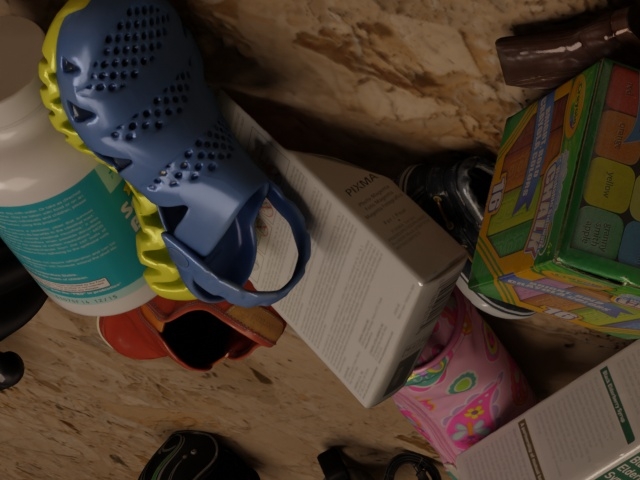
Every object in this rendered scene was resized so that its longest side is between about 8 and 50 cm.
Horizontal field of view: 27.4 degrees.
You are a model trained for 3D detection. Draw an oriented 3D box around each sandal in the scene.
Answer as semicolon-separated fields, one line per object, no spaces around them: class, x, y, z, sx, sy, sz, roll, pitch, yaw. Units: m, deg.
sandal;-0.091;-0.059;0.961;0.138;0.126;0.317;23;153;36

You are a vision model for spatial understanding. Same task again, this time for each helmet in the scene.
helmet;-0.170;0.354;1.761;0.169;0.162;0.169;15;152;8

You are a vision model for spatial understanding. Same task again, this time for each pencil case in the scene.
pencil case;0.130;0.144;1.241;0.124;0.124;0.284;2;147;30

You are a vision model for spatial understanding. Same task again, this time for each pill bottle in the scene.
pill bottle;-0.210;-0.059;1.057;0.146;0.146;0.264;8;151;20

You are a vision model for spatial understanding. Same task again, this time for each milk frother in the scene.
milk frother;0.071;0.316;1.624;0.143;0.129;0.135;-8;-169;-7

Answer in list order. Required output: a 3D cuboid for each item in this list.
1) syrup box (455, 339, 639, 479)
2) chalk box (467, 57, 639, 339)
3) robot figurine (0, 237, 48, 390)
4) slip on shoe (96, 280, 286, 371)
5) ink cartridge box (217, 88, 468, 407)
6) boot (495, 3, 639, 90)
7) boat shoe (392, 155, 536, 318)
syrup box;0.244;0.188;1.163;0.237;0.096;0.093;-37;134;27
chalk box;0.196;-0.022;0.821;0.132;0.132;0.213;18;168;-9
robot figurine;-0.368;0.034;1.293;0.173;0.209;0.278;18;155;-27
slip on shoe;-0.135;0.079;1.312;0.123;0.101;0.331;32;151;-27
ink cartridge box;0.000;0.000;1.066;0.232;0.066;0.189;49;148;22
boot;0.180;-0.107;0.847;0.106;0.037;0.114;38;150;-31
boat shoe;0.139;0.003;1.034;0.083;0.065;0.183;-8;140;48
